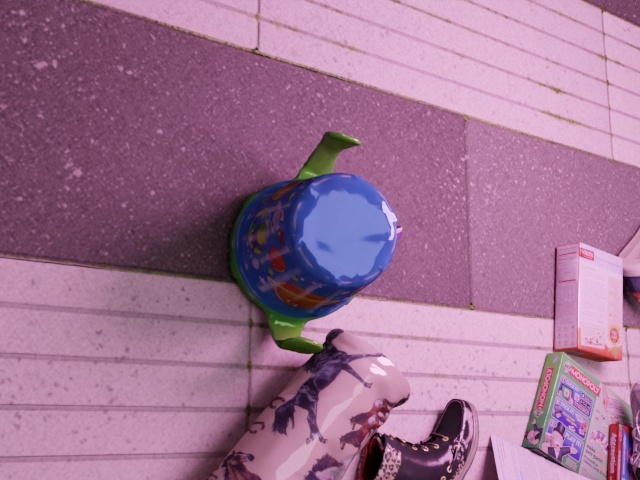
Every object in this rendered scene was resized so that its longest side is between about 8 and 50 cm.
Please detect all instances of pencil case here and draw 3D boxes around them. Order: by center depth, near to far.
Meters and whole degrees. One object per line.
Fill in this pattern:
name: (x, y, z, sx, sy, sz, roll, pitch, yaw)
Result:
pencil case: (-0.025, 0.317, 1.208, 0.410, 0.160, 0.183, -48, 132, -28)

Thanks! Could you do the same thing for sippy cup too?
sippy cup: (0.000, 0.000, 1.239, 0.240, 0.224, 0.305, -22, 89, -23)

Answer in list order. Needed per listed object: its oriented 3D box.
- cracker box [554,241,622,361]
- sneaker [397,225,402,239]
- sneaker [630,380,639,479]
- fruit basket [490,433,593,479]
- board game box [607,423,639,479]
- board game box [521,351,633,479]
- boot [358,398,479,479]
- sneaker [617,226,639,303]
cracker box: (0.580, 0.135, 1.763, 0.156, 0.067, 0.232, 18, 71, -33)
sneaker: (0.083, 0.032, 1.437, 0.170, 0.068, 0.071, -42, 120, -25)
sneaker: (0.685, 0.427, 1.661, 0.115, 0.105, 0.281, -10, 86, -38)
fruit basket: (0.464, 0.544, 1.481, 0.353, 0.165, 0.327, 23, 31, -11)
board game box: (0.648, 0.534, 1.695, 0.145, 0.027, 0.281, 21, 68, -33)
board game box: (0.561, 0.402, 1.705, 0.317, 0.046, 0.213, 37, 60, -25)
boot: (0.173, 0.355, 1.408, 0.179, 0.085, 0.236, 34, 63, -23)
sneaker: (0.826, 0.030, 1.940, 0.350, 0.131, 0.148, -36, 109, -30)
